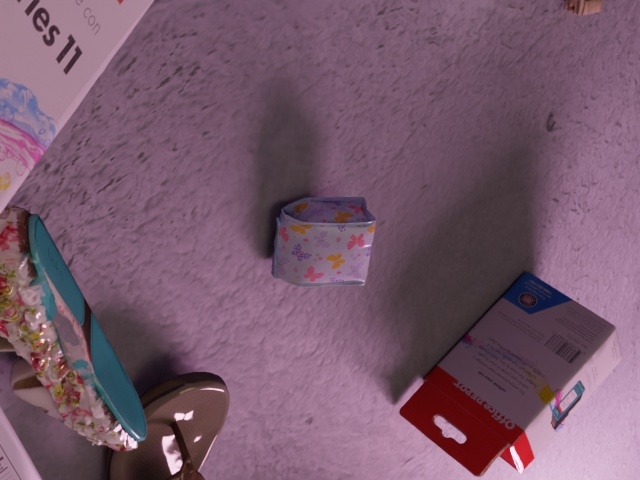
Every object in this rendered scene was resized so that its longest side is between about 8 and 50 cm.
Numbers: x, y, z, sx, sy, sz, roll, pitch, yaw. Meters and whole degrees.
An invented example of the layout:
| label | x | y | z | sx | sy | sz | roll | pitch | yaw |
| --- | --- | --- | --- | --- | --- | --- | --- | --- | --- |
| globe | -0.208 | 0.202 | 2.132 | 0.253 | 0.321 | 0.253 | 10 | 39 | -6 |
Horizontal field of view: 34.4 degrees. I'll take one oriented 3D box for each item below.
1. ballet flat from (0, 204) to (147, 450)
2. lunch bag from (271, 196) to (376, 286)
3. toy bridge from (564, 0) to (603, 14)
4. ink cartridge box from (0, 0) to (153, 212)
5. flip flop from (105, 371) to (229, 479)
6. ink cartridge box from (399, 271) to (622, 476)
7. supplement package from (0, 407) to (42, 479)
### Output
| label | x | y | z | sx | sy | sz | roll | pitch | yaw |
| --- | --- | --- | --- | --- | --- | --- | --- | --- | --- |
| ballet flat | -0.198 | 0.072 | 0.740 | 0.077 | 0.091 | 0.241 | -16 | 130 | 1 |
| lunch bag | 0.000 | 0.000 | 0.900 | 0.083 | 0.053 | 0.071 | -4 | 123 | -15 |
| toy bridge | 0.257 | -0.304 | 0.969 | 0.063 | 0.026 | 0.188 | -18 | 129 | -36 |
| ink cartridge box | -0.185 | -0.112 | 0.385 | 0.354 | 0.119 | 0.207 | -61 | 150 | -22 |
| flip flop | -0.144 | 0.237 | 0.898 | 0.112 | 0.080 | 0.277 | 12 | 108 | -50 |
| ink cartridge box | 0.217 | 0.164 | 1.179 | 0.231 | 0.134 | 0.078 | -44 | 141 | -13 |
| supplement package | -0.288 | 0.120 | 0.567 | 0.198 | 0.199 | 0.263 | -35 | 137 | -24 |
